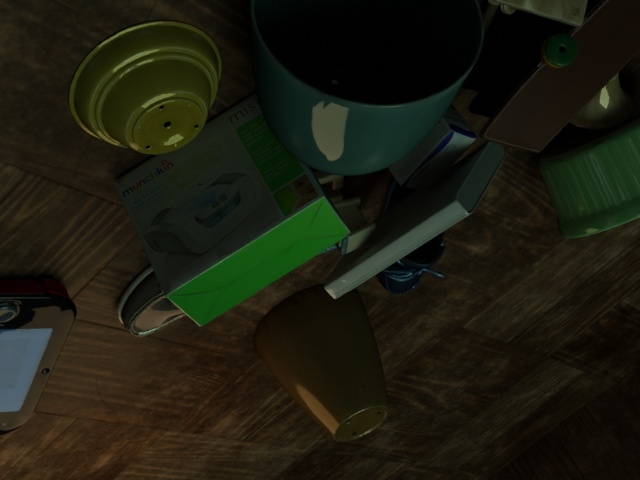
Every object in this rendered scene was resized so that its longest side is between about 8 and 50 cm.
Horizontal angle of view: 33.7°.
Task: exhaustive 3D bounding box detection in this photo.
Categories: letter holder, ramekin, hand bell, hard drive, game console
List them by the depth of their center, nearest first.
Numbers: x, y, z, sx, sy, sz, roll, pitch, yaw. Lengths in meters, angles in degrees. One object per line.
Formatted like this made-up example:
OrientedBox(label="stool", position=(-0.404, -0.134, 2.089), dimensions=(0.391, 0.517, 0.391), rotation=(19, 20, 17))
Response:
OrientedBox(label="letter holder", position=(0.345, -0.298, 1.613), dimensions=(0.214, 0.152, 0.302), rotation=(2, 137, -53))
OrientedBox(label="game console", position=(-0.593, 0.202, 1.684), dimensions=(0.342, 0.060, 0.386), rotation=(-2, 138, -37))
OrientedBox(label="hard drive", position=(0.150, -0.033, 1.707), dimensions=(0.308, 0.040, 0.203), rotation=(-35, -168, 40))
OrientedBox(label="hand bell", position=(0.469, -0.320, 1.783), dimensions=(0.126, 0.126, 0.242), rotation=(-22, 134, -11))
OrientedBox(label="ramekin", position=(0.544, -0.137, 1.909), dimensions=(0.304, 0.148, 0.303), rotation=(-27, -175, 3))

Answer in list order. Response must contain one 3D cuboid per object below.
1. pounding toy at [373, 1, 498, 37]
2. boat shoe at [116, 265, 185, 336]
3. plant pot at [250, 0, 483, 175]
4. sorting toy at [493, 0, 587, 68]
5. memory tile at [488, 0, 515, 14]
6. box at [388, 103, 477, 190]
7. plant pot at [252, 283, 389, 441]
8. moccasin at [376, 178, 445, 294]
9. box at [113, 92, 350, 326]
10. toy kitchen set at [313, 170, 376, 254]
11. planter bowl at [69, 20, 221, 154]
OrientedBox(label="pounding toy", position=(0.187, -0.308, 1.545), dimensions=(0.237, 0.110, 0.183), rotation=(-11, 143, -27))
OrientedBox(label="boat shoe", position=(-0.200, 0.069, 1.770), dimensions=(0.324, 0.096, 0.116), rotation=(-35, 147, 8))
OrientedBox(label="plant pot", position=(0.042, -0.224, 1.403), dimensions=(0.293, 0.293, 0.235), rotation=(-17, 154, -19))
OrientedBox(label="sorting toy", position=(0.308, -0.381, 1.458), dimensions=(0.132, 0.274, 0.046), rotation=(13, 177, -12))
OrientedBox(label="memory tile", position=(0.271, -0.404, 1.500), dimensions=(0.113, 0.012, 0.148), rotation=(19, 92, -49))
OrientedBox(label="box", position=(0.156, -0.170, 1.682), dimensions=(0.072, 0.137, 0.126), rotation=(10, 130, -47))
OrientedBox(label="plant pot", position=(0.023, 0.255, 2.057), dimensions=(0.237, 0.254, 0.237), rotation=(-20, 147, -14))
OrientedBox(label="moccasin", position=(0.164, 0.008, 1.953), dimensions=(0.138, 0.116, 0.342), rotation=(-20, 147, -14))
OrientedBox(label="box", position=(-0.130, -0.047, 1.542), dimensions=(0.262, 0.231, 0.127), rotation=(-31, 148, 3))
OrientedBox(label="toy kitchen set", position=(0.000, 0.000, 1.767), dimensions=(0.122, 0.166, 0.207), rotation=(-20, 146, -16))
OrientedBox(label="planter bowl", position=(-0.218, -0.182, 1.421), dimensions=(0.217, 0.090, 0.217), rotation=(-21, 146, -15))
